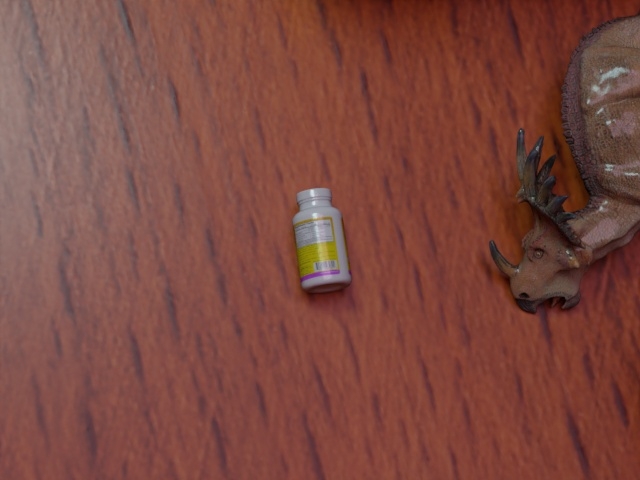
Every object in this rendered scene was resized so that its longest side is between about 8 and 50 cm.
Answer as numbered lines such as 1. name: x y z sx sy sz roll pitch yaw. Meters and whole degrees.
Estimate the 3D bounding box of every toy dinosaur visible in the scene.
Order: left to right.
1. toy dinosaur: 0.246 -0.095 1.651 0.200 0.127 0.295 2 71 1

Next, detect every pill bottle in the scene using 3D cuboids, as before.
1. pill bottle: 0.000 0.000 1.636 0.043 0.043 0.083 -6 77 -8
